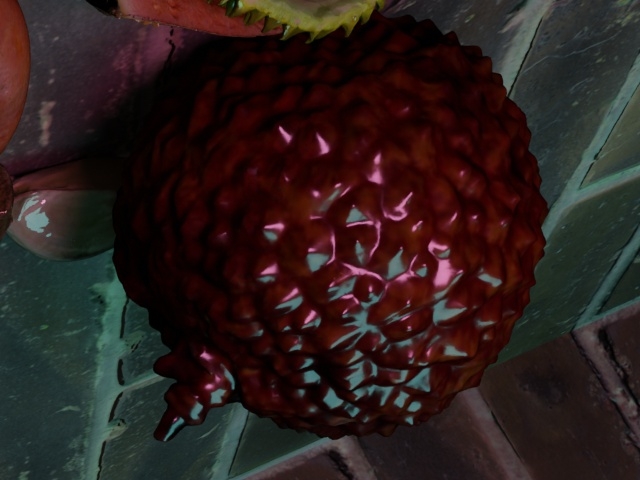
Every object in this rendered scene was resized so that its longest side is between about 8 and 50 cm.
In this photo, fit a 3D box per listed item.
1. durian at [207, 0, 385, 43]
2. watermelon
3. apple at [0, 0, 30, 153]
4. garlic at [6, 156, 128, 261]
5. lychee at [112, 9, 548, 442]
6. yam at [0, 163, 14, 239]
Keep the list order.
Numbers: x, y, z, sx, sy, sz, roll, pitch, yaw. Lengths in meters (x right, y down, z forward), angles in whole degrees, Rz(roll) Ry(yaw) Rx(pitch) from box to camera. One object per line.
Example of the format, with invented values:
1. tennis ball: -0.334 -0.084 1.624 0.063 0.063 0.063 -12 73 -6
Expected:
1. durian: -0.034 -0.270 1.593 0.169 0.158 0.351 -46 152 22
2. watermelon: -0.113 -0.211 1.666 0.245 0.119 0.063 -4 136 -51
3. apple: -0.340 -0.141 1.402 0.253 0.254 0.253 -26 160 -10
4. garlic: -0.257 -0.031 1.961 0.195 0.087 0.101 -7 137 -40
5. lychee: 0.000 0.000 1.856 0.500 0.424 0.425 -55 172 -28
6. yam: -0.374 0.016 1.836 0.128 0.129 0.238 -17 158 -33
